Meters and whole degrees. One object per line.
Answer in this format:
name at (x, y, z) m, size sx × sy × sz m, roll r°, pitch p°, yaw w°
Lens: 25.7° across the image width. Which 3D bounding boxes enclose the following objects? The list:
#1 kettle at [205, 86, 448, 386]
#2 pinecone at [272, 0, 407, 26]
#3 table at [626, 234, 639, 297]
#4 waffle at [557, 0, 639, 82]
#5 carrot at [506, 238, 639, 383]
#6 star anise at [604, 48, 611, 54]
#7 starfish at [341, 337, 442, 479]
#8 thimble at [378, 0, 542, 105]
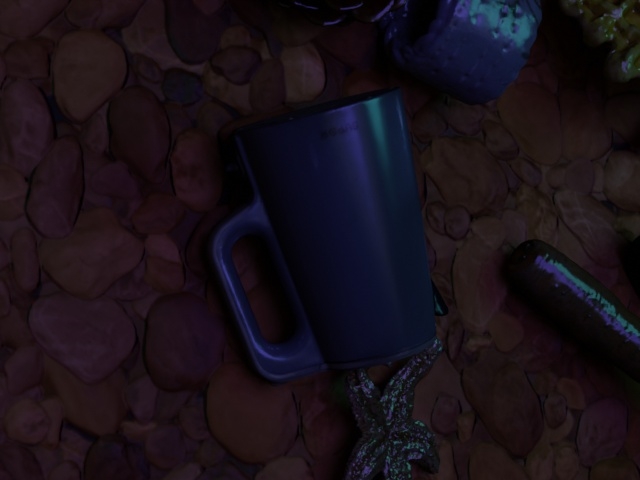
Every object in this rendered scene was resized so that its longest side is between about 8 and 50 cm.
kettle at (0.000, 0.000, 1.296) m, size 0.210 × 0.160 × 0.243 m, roll -15°, pitch 98°, yaw -14°
pinecone at (0.020, -0.299, 1.315) m, size 0.207 × 0.207 × 0.208 m, roll 5°, pitch 80°, yaw -30°
table at (0.399, 0.037, 1.525) m, size 0.043 × 0.133 × 0.133 m, roll -35°, pitch 101°, yaw -28°
waffle at (0.394, -0.276, 1.550) m, size 0.307 × 0.060 × 0.312 m, roll -4°, pitch 63°, yaw -21°
carrot at (0.335, 0.116, 1.495) m, size 0.342 × 0.070 × 0.070 m, roll 38°, pitch 65°, yaw -10°
star anise at (0.500, -0.161, 1.630) m, size 0.349 × 0.109 × 0.292 m, roll 49°, pitch 59°, yaw -9°
starfish at (0.074, 0.185, 1.351) m, size 0.150 × 0.053 × 0.210 m, roll 42°, pitch 63°, yaw -35°
thimble at (0.140, -0.225, 1.412) m, size 0.118 × 0.127 × 0.151 m, roll 24°, pitch 66°, yaw -27°
